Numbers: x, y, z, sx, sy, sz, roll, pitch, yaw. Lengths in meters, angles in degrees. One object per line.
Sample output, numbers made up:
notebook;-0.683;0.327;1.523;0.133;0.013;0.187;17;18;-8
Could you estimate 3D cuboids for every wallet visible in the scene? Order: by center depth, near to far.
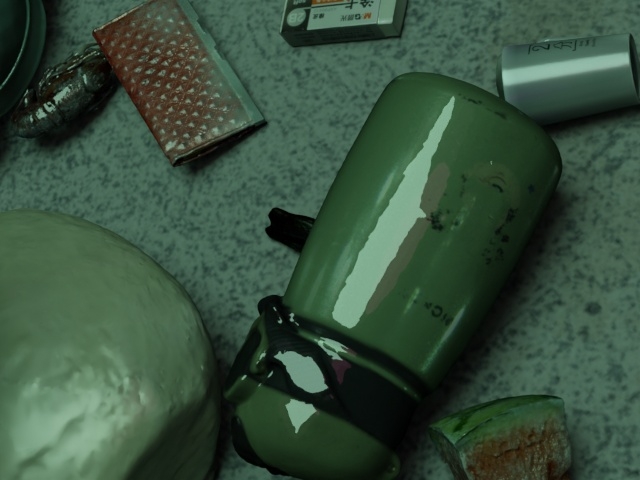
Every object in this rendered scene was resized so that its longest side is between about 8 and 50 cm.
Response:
wallet;-0.142;-0.163;1.518;0.103;0.020;0.196;-28;61;-9

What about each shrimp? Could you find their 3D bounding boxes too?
shrimp;-0.248;-0.162;1.575;0.165;0.056;0.065;-43;33;-13

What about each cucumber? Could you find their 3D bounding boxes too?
cucumber;-0.001;-0.001;1.380;0.135;0.034;0.033;21;81;34

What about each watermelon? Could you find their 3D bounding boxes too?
watermelon;0.149;0.180;1.169;0.098;0.121;0.158;-17;60;-3

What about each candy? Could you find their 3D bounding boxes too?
candy;-0.288;0.146;1.368;0.386;0.186;0.427;-48;50;2

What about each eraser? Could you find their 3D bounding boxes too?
eraser;0.022;-0.220;1.484;0.122;0.029;0.052;-1;65;27

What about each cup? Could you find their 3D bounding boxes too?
cup;0.216;-0.148;1.332;0.116;0.074;0.104;-9;33;19

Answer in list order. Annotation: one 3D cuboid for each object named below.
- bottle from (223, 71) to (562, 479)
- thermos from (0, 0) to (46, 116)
bottle;0.052;0.042;1.246;0.168;0.168;0.347;21;75;33
thermos;-0.357;-0.227;1.610;0.182;0.145;0.286;-11;62;32
